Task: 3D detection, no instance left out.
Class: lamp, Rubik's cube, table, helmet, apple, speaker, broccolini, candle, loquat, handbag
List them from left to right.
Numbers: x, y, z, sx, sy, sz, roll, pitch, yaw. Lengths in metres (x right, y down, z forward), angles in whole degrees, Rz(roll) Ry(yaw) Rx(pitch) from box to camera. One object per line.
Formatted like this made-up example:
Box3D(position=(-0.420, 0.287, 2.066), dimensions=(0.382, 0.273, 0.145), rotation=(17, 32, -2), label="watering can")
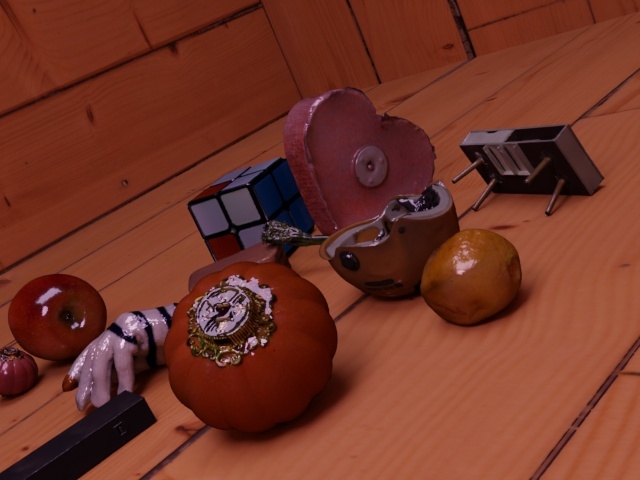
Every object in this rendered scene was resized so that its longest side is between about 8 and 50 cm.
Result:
Box3D(position=(-0.595, 0.251, 1.528), dimensions=(0.108, 0.092, 0.107), rotation=(12, 15, -3), label="lamp")
Box3D(position=(-0.517, 0.151, 1.579), dimensions=(0.181, 0.181, 0.168), rotation=(-32, 10, -27), label="apple")
Box3D(position=(-0.343, 0.293, 1.124), dimensions=(0.218, 0.044, 0.082), rotation=(-34, 18, -32), label="speaker")
Box3D(position=(-0.155, 0.072, 1.521), dimensions=(0.193, 0.072, 0.151), rotation=(-21, 16, 5), label="handbag")
Box3D(position=(-0.088, 0.132, 1.008), dimensions=(0.223, 0.196, 0.223), rotation=(-8, 57, 12), label="lamp")
Box3D(position=(-0.144, -0.053, 1.707), dimensions=(0.180, 0.183, 0.167), rotation=(-12, 19, 31), label="Rubik's cube")
Box3D(position=(0.000, 0.000, 1.457), dimensions=(0.239, 0.054, 0.051), rotation=(8, 62, 24), label="broccolini")
Box3D(position=(0.066, -0.138, 1.618), dimensions=(0.317, 0.287, 0.131), rotation=(17, -8, -29), label="candle")
Box3D(position=(0.118, 0.014, 1.216), dimensions=(0.224, 0.130, 0.198), rotation=(-24, 8, 39), label="helmet")
Box3D(position=(0.195, 0.048, 1.050), dimensions=(0.137, 0.113, 0.137), rotation=(-36, 29, 24), label="loquat")
Box3D(position=(0.330, -0.111, 1.353), dimensions=(0.111, 0.121, 0.240), rotation=(-48, 23, -16), label="table")

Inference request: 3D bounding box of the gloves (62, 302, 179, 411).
Box3D(position=(-0.319, 0.182, 1.306), dimensions=(0.219, 0.131, 0.140), rotation=(-17, 12, -9), label="gloves")
